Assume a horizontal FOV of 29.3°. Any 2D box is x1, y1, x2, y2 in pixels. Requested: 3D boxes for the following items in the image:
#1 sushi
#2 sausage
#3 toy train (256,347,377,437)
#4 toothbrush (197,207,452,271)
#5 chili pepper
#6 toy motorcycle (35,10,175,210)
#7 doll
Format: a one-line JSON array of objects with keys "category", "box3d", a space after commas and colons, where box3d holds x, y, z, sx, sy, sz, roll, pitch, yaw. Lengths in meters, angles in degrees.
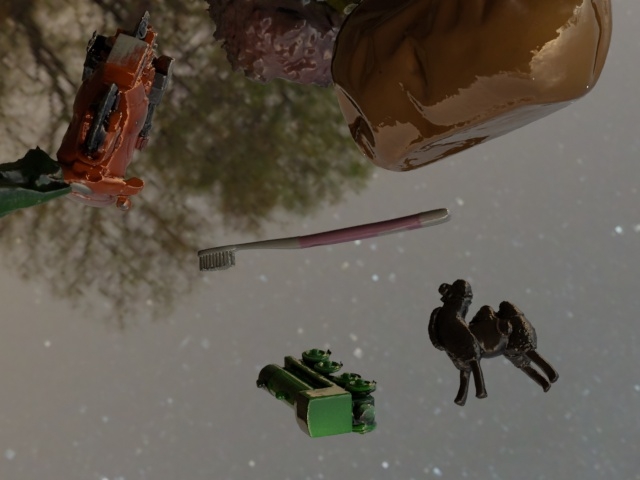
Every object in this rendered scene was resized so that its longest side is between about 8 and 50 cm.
[{"category": "sushi", "box3d": [-0.026, -0.258, 1.172, 0.241, 0.161, 0.107, 68, -31, 29]}, {"category": "sausage", "box3d": [0.098, -0.129, 0.820, 0.120, 0.136, 0.241, -10, 177, -36]}, {"category": "toy train", "box3d": [-0.008, 0.216, 1.736, 0.251, 0.119, 0.085, -161, -112, -65]}, {"category": "toothbrush", "box3d": [0.000, 0.000, 1.282, 0.287, 0.020, 0.025, -10, -106, 20]}, {"category": "chili pepper", "box3d": [-0.421, -0.062, 1.444, 0.099, 0.253, 0.083, 60, -43, 29]}, {"category": "toy motorcycle", "box3d": [-0.282, -0.168, 1.644, 0.325, 0.148, 0.221, -82, -167, -55]}, {"category": "doll", "box3d": [0.208, 0.123, 1.542, 0.139, 0.165, 0.057, -13, 160, -7]}]
